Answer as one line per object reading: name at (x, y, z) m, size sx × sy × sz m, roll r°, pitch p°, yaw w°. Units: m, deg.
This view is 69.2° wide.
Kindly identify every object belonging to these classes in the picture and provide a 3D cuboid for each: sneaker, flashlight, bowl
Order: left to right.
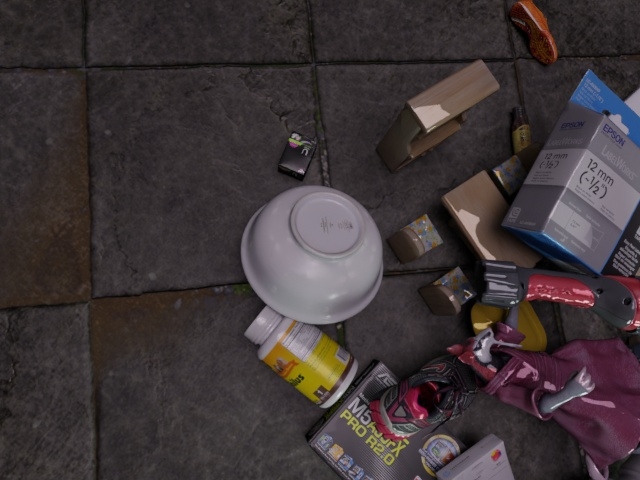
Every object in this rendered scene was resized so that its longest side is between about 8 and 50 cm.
bowl at (0.000, 0.000, 0.893) m, size 0.297 × 0.134 × 0.298 m, roll 6°, pitch 60°, yaw -11°
sneaker at (0.233, 0.292, 0.886) m, size 0.299 × 0.112 × 0.121 m, roll -12°, pitch 66°, yaw -42°
sneaker at (0.534, -0.514, 1.131) m, size 0.067 × 0.064 × 0.175 m, roll -25°, pitch 87°, yaw -20°
flashlight at (0.431, 0.098, 0.810) m, size 0.304 × 0.103 × 0.103 m, roll 6°, pitch 80°, yaw 4°

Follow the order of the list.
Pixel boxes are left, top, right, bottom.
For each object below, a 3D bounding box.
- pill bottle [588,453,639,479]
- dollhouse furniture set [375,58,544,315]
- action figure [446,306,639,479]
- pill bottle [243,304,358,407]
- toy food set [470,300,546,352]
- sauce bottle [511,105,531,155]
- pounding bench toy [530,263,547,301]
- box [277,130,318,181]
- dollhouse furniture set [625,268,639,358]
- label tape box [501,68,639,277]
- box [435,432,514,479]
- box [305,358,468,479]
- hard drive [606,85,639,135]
pill bottle at (0.544, 0.608, 0.861) m, size 0.407 × 0.229 × 0.229 m, roll -41°, pitch 88°, yaw -11°
dollhouse furniture set at (0.312, -0.105, 0.935) m, size 0.362 × 0.256 × 0.394 m, roll -32°, pitch 86°, yaw -11°
action figure at (0.418, 0.261, 0.894) m, size 0.370 × 0.276 × 0.248 m, roll 13°, pitch 35°, yaw 0°
pill bottle at (-0.041, 0.218, 0.908) m, size 0.215 × 0.117 × 0.117 m, roll 38°, pitch 78°, yaw 1°
toy food set at (0.402, 0.202, 0.991) m, size 0.128 × 0.071 × 0.218 m, roll -28°, pitch 95°, yaw 7°
sauce bottle at (0.470, -0.251, 1.089) m, size 0.042 × 0.042 × 0.128 m, roll -3°, pitch 82°, yaw -8°
pounding bench toy at (0.459, 0.083, 1.016) m, size 0.052 × 0.065 × 0.083 m, roll -30°, pitch 96°, yaw -12°
box at (-0.050, -0.182, 1.006) m, size 0.062 × 0.052 × 0.083 m, roll 23°, pitch 79°, yaw -2°
dollhouse furniture set at (0.654, 0.190, 0.915) m, size 0.198 × 0.286 × 0.303 m, roll 10°, pitch 68°, yaw -5°
label tape box at (0.536, -0.112, 0.874) m, size 0.249 × 0.115 × 0.348 m, roll 30°, pitch 90°, yaw -20°
box at (0.316, 0.497, 0.909) m, size 0.145 × 0.038 × 0.186 m, roll -27°, pitch 107°, yaw -17°
box at (0.137, 0.411, 0.928) m, size 0.216 × 0.060 × 0.270 m, roll -44°, pitch 88°, yaw -11°
hard drive at (0.739, -0.201, 1.115) m, size 0.318 × 0.040 × 0.210 m, roll -40°, pitch 88°, yaw -11°
